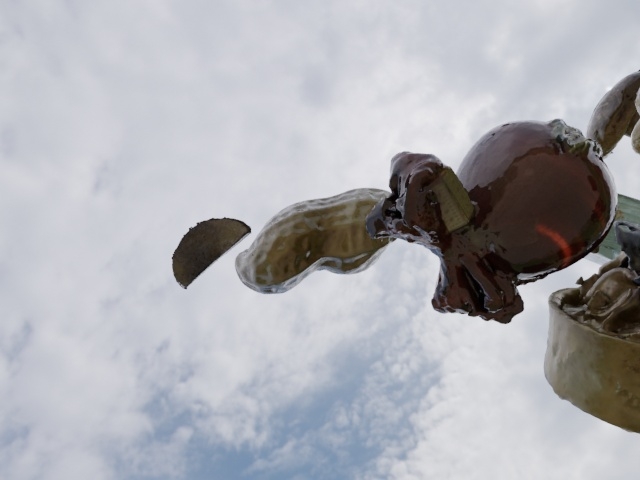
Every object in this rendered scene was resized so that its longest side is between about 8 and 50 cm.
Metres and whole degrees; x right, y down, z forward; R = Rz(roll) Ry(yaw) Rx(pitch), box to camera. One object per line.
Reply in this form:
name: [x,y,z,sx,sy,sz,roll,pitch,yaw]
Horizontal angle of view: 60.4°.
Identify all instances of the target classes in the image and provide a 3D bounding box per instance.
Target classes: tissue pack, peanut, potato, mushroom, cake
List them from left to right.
potato: [-0.321,0.023,1.494,0.120,0.100,0.261,48,-122,-2]
peanut: [0.000,0.000,0.727,0.233,0.197,0.110,-13,-90,-10]
tissue pack: [0.778,-0.016,1.461,0.388,0.288,0.162,18,-85,-47]
mushroom: [0.799,-0.348,1.428,0.285,0.156,0.151,-51,-27,9]
cake: [0.525,0.096,0.852,0.333,0.332,0.320,-1,-77,-11]

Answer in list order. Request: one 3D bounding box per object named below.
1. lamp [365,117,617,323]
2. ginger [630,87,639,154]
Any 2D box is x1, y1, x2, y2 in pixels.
lamp: [0.179,-0.034,0.511,0.215,0.151,0.223,51,-119,-24]
ginger: [0.435,-0.201,0.646,0.115,0.081,0.205,-17,-41,-41]
